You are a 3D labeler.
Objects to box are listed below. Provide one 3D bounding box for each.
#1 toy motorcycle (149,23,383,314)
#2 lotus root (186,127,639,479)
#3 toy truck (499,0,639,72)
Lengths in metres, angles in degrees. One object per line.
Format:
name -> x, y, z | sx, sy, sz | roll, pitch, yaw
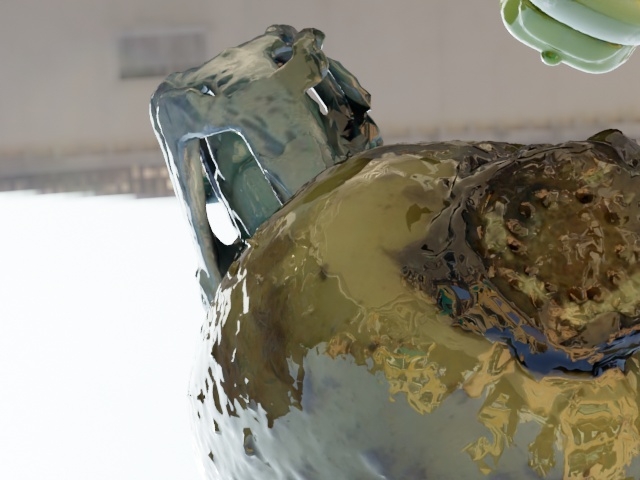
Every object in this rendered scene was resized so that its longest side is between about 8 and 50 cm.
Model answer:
toy motorcycle -> 0.000, 0.000, 1.150 | 0.154, 0.260, 0.206 | -26, 162, -8
lotus root -> 0.037, 0.067, 0.747 | 0.173, 0.173, 0.309 | -9, 160, -18
toy truck -> 0.184, -0.192, 1.284 | 0.148, 0.210, 0.187 | 24, -136, -4
